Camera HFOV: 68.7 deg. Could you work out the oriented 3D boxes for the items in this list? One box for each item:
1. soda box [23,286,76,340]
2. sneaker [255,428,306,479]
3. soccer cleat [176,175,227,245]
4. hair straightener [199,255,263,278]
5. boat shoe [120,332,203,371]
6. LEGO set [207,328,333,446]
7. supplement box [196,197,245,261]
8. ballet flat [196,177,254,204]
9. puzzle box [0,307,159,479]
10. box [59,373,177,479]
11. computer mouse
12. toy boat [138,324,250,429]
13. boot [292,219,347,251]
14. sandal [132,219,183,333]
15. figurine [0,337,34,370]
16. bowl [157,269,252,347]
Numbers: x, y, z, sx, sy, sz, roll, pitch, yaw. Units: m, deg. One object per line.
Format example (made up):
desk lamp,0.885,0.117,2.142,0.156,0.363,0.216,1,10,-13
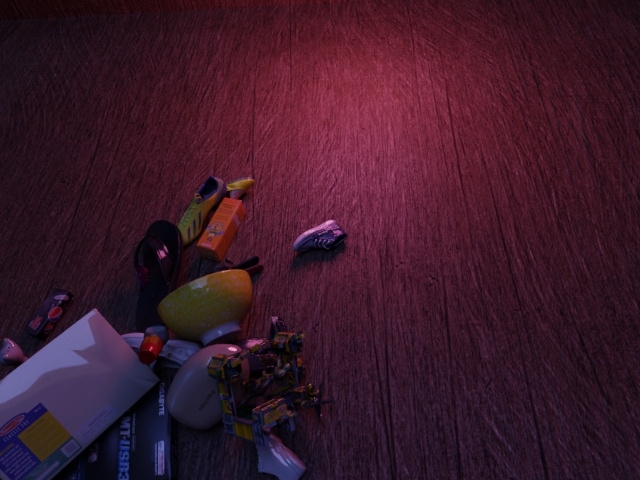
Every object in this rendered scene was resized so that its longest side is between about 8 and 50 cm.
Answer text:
soda box,-0.890,0.240,1.544,0.060,0.053,0.169,13,57,14
sneaker,-0.141,0.562,1.238,0.212,0.080,0.094,37,80,27
soccer cleat,-0.450,-0.111,1.692,0.093,0.121,0.289,32,82,19
hair straightener,-0.315,0.106,1.604,0.230,0.047,0.089,-24,55,-7
boat shoe,-0.496,0.345,1.406,0.276,0.098,0.096,4,54,7
LEGO set,-0.108,0.369,1.202,0.192,0.331,0.255,-7,85,43
supplement box,-0.354,-0.042,1.688,0.077,0.080,0.234,11,58,15
ballet flat,-0.361,-0.180,1.800,0.230,0.077,0.077,-11,75,0
puzzle box,-0.673,0.412,1.221,0.409,0.052,0.272,-42,98,-26
box,-0.546,0.544,1.285,0.293,0.073,0.296,-12,54,-2
computer mouse,-0.216,0.340,1.401,0.272,0.072,0.189,-17,55,-7
toy boat,-0.351,0.350,1.281,0.267,0.318,0.148,-48,15,7
boot,0.000,0.000,1.629,0.189,0.069,0.086,-33,55,-20
sandal,-0.552,0.093,1.562,0.167,0.107,0.446,-23,53,15
figurine,-0.838,0.400,1.327,0.092,0.210,0.215,-22,55,-11
bowl,-0.316,0.223,1.388,0.289,0.289,0.156,-24,72,-12
